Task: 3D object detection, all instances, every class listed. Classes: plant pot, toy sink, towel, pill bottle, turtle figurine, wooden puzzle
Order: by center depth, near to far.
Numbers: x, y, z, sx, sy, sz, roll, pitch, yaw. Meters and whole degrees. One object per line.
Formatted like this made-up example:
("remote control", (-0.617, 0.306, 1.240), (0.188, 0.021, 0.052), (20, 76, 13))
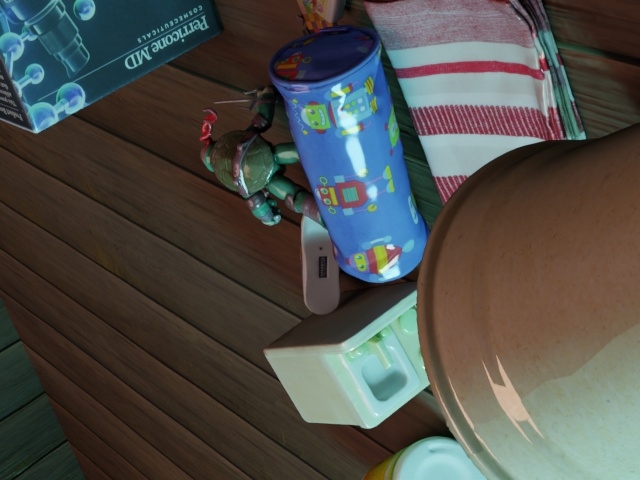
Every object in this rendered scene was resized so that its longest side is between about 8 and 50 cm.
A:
("plant pot", (0.281, 0.029, 0.842), (0.334, 0.333, 0.305), (54, 153, 3))
("towel", (0.171, -0.105, 1.201), (0.237, 0.037, 0.329), (11, 130, 56))
("wooden puzzle", (-0.003, -0.255, 1.349), (0.083, 0.006, 0.049), (10, 129, 54))
("turtle figurine", (-0.069, -0.094, 1.484), (0.234, 0.118, 0.175), (18, 115, 35))
("toy sink", (0.060, 0.152, 1.546), (0.131, 0.152, 0.234), (60, 152, -8))
("pill bottle", (0.129, 0.369, 1.691), (0.136, 0.136, 0.246), (52, 153, 6))

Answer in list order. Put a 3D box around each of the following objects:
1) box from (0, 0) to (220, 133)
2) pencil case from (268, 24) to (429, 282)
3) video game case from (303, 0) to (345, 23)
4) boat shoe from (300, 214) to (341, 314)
("box", (-0.346, -0.381, 1.453), (0.212, 0.293, 0.396), (22, 139, 48))
("pencil case", (0.039, -0.094, 1.311), (0.119, 0.133, 0.306), (-1, 134, 20))
("video game case", (-0.034, -0.363, 1.254), (0.193, 0.023, 0.212), (43, 148, 23))
("boat shoe", (0.000, 0.000, 1.571), (0.083, 0.065, 0.183), (-103, 17, -63))
